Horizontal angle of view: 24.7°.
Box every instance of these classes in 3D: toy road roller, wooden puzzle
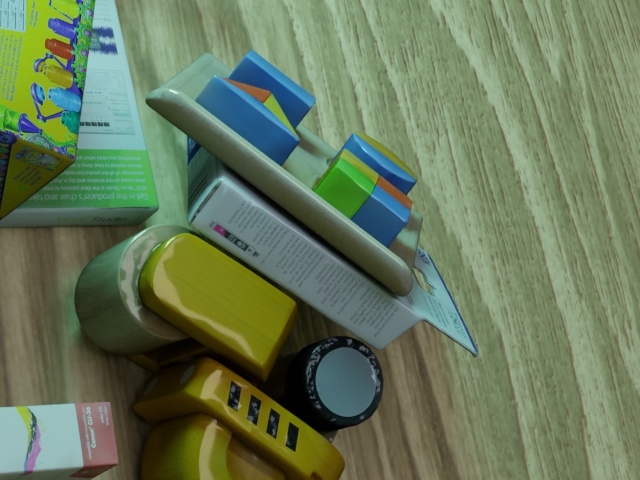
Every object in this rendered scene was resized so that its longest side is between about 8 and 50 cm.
[{"bbox_3d":[-0.120,0.164,1.480,0.329,0.202,0.240,37,63,-17],"label":"toy road roller"},{"bbox_3d":[-0.013,-0.097,1.569,0.322,0.080,0.348,37,12,-4],"label":"wooden puzzle"}]

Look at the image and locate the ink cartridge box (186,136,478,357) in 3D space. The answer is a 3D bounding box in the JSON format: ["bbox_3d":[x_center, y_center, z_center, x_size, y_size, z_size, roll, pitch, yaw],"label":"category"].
[{"bbox_3d":[0.000,0.000,1.601,0.330,0.071,0.324,36,12,-15],"label":"ink cartridge box"}]

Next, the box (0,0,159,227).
[{"bbox_3d":[-0.317,-0.169,1.590,0.232,0.058,0.322,-1,68,-35],"label":"box"}]

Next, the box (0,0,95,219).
[{"bbox_3d":[-0.380,-0.212,1.398,0.279,0.177,0.290,22,57,-32],"label":"box"}]

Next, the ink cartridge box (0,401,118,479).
[{"bbox_3d":[-0.307,0.200,1.380,0.198,0.115,0.067,1,69,-35],"label":"ink cartridge box"}]
